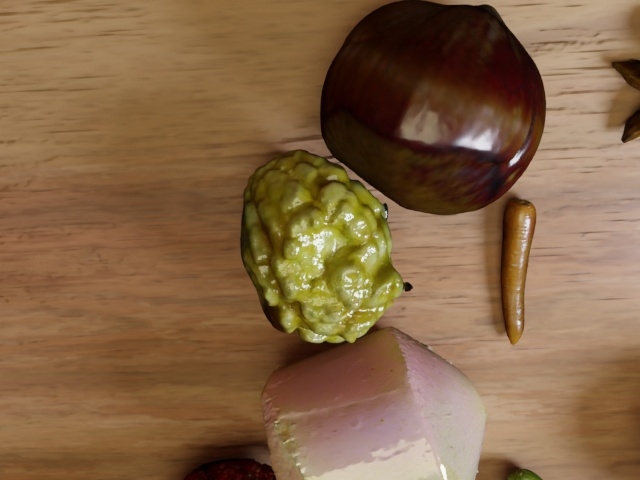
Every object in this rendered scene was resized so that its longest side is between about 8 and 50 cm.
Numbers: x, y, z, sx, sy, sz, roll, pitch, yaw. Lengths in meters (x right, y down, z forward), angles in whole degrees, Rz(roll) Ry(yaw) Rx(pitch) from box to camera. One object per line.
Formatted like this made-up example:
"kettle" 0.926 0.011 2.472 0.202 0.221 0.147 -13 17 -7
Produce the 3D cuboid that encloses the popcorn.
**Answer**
"popcorn" -0.001 0.003 0.869 0.169 0.189 0.218 -13 109 0

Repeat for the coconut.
"coconut" 0.073 0.225 0.929 0.245 0.233 0.233 -16 109 2

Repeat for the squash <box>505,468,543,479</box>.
"squash" 0.300 0.405 1.068 0.066 0.066 0.252 -17 110 9

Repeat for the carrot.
"carrot" 0.231 0.040 0.952 0.037 0.037 0.190 0 115 2

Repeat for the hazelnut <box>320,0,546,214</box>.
"hazelnut" 0.122 -0.136 0.808 0.229 0.229 0.230 1 111 2

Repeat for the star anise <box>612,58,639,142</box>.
"star anise" 0.392 -0.160 0.854 0.167 0.057 0.168 0 110 1

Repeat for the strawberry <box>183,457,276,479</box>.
"strawberry" -0.090 0.389 1.000 0.274 0.274 0.221 11 80 -2
